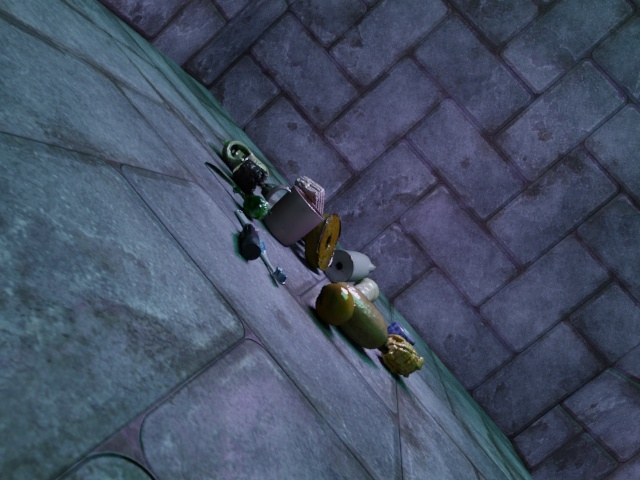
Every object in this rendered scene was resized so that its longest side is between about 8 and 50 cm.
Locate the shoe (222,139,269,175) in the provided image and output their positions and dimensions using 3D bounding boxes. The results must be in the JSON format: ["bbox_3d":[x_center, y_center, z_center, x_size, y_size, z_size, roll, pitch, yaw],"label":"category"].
[{"bbox_3d":[-0.372,-0.371,2.207,0.262,0.140,0.128,44,-3,2],"label":"shoe"}]

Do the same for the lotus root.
[{"bbox_3d":[0.152,0.295,1.706,0.342,0.151,0.169,45,8,-9],"label":"lotus root"}]

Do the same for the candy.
[{"bbox_3d":[-0.332,-0.204,1.785,0.323,0.097,0.097,42,6,10],"label":"candy"}]

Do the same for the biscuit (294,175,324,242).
[{"bbox_3d":[-0.059,-0.131,2.197,0.144,0.078,0.426,37,-29,20],"label":"biscuit"}]

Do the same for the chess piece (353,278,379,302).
[{"bbox_3d":[0.209,0.275,2.336,0.144,0.144,0.251,50,13,9],"label":"chess piece"}]

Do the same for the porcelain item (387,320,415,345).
[{"bbox_3d":[0.381,0.485,2.263,0.147,0.114,0.147,48,5,-5],"label":"porcelain item"}]

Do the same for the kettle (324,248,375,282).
[{"bbox_3d":[0.125,0.126,2.330,0.240,0.165,0.255,5,1,30],"label":"kettle"}]

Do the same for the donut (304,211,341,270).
[{"bbox_3d":[0.000,0.000,2.089,0.107,0.272,0.272,11,-7,20],"label":"donut"}]

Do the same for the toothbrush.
[{"bbox_3d":[-0.207,0.014,1.525,0.386,0.040,0.040,50,6,40],"label":"toothbrush"}]

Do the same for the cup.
[{"bbox_3d":[-0.138,-0.115,1.928,0.253,0.200,0.191,45,8,-35],"label":"cup"}]

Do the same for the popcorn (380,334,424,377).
[{"bbox_3d":[0.330,0.485,1.891,0.163,0.140,0.194,44,-9,43],"label":"popcorn"}]

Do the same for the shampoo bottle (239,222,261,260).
[{"bbox_3d":[-0.216,-0.003,1.419,0.063,0.057,0.208,45,8,-24],"label":"shampoo bottle"}]

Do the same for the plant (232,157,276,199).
[{"bbox_3d":[-0.293,-0.266,2.077,0.203,0.131,0.142,39,6,-3],"label":"plant"}]

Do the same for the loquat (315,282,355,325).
[{"bbox_3d":[0.049,0.216,1.551,0.141,0.141,0.141,48,7,-8],"label":"loquat"}]
